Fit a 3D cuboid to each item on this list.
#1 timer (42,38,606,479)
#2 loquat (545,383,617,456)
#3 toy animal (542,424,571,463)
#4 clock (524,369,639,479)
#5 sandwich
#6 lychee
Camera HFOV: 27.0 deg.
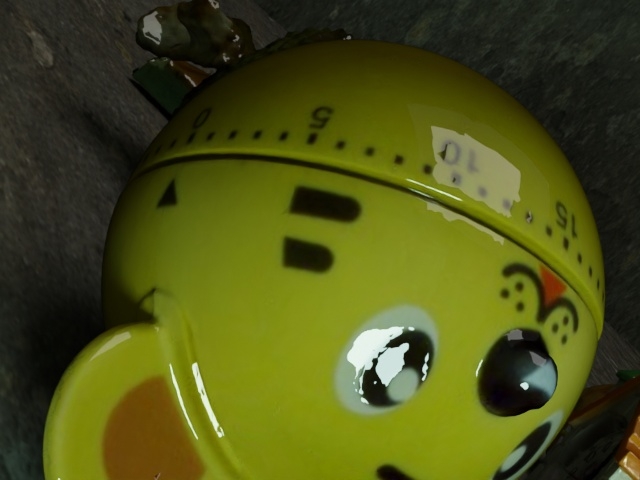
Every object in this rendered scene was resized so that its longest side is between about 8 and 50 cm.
[{"bbox_3d":[0.015,0.071,0.887,0.376,0.376,0.386,37,58,-35],"label":"timer"},{"bbox_3d":[0.393,0.283,1.664,0.238,0.193,0.238,48,6,-6],"label":"loquat"},{"bbox_3d":[0.352,0.295,1.481,0.208,0.204,0.156,38,9,3],"label":"toy animal"},{"bbox_3d":[0.211,0.211,1.065,0.106,0.255,0.220,43,-1,-4],"label":"clock"},{"bbox_3d":[-0.096,-0.117,1.641,0.212,0.063,0.245,54,16,28],"label":"sandwich"},{"bbox_3d":[-0.035,-0.094,1.340,0.270,0.270,0.319,6,75,-71],"label":"lychee"}]
